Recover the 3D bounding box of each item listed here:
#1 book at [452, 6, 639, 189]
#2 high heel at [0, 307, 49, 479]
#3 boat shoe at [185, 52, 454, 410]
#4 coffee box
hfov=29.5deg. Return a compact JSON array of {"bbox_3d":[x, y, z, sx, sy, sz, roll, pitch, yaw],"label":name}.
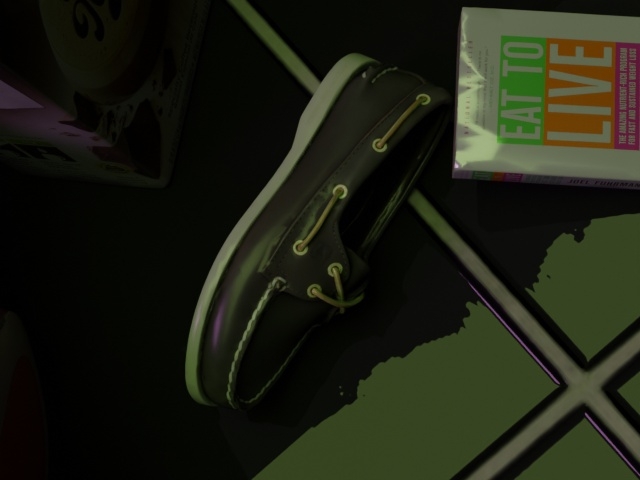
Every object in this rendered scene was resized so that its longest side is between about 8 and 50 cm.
[{"bbox_3d":[0.148,-0.077,0.680,0.144,0.035,0.096,3,76,3],"label":"book"},{"bbox_3d":[-0.271,0.216,0.694,0.181,0.127,0.377,7,80,10],"label":"high heel"},{"bbox_3d":[0.000,0.000,0.695,0.069,0.081,0.227,22,80,27],"label":"boat shoe"},{"bbox_3d":[-0.180,-0.156,0.685,0.119,0.297,0.168,6,77,21],"label":"coffee box"}]
